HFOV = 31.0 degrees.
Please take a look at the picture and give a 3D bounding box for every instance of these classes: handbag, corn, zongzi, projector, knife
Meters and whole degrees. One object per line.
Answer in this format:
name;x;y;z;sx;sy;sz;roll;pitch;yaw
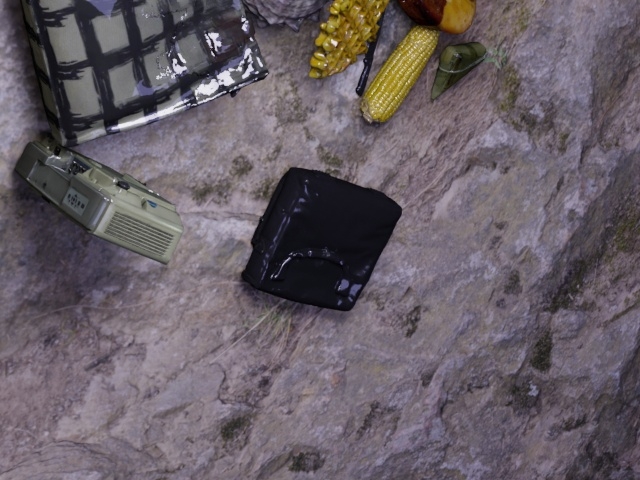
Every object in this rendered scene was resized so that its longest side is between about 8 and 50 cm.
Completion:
handbag;0.000;0.000;2.078;0.275;0.088;0.244;15;104;-45
corn;0.140;-0.297;2.055;0.067;0.067;0.206;34;88;-43
zongzi;0.257;-0.314;2.157;0.104;0.052;0.113;-13;132;-40
handbag;-0.257;-0.328;1.632;0.327;0.162;0.325;-19;122;-17
projector;-0.308;-0.059;1.679;0.193;0.269;0.088;26;94;-43
knife;0.090;-0.338;2.036;0.023;0.010;0.170;5;106;-46

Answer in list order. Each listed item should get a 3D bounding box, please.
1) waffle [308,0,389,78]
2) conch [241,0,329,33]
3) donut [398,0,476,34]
waffle;0.057;-0.365;1.888;0.231;0.051;0.228;-49;168;-43
conch;-0.060;-0.461;1.766;0.241;0.186;0.313;-16;140;-22
donut;0.195;-0.441;1.997;0.184;0.073;0.166;16;77;-48
